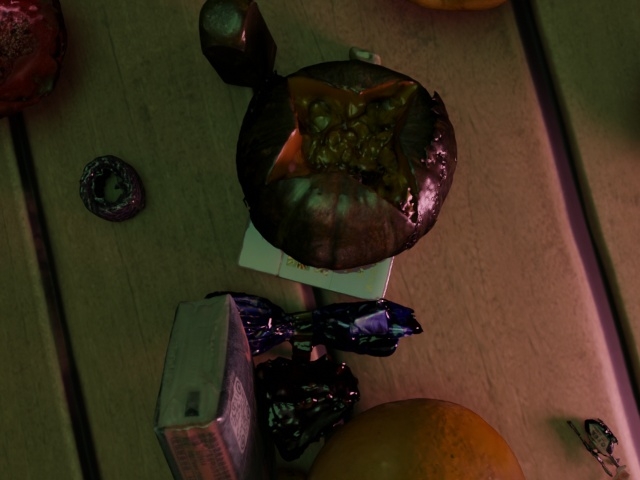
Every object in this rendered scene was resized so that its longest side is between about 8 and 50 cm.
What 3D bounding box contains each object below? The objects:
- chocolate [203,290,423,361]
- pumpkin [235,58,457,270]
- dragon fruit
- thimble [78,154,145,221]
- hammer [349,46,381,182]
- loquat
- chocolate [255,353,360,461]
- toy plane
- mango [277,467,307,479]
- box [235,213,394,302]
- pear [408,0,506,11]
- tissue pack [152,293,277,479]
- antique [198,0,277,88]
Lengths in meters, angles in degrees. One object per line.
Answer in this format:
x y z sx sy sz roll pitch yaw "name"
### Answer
-0.013 0.139 0.963 0.343 0.126 0.148 -1 125 2 "chocolate"
0.034 -0.107 0.870 0.320 0.192 0.320 1 67 -2 "pumpkin"
-0.560 -0.329 0.943 0.301 0.295 0.296 24 89 8 "dragon fruit"
-0.348 -0.085 1.021 0.095 0.066 0.104 -35 82 0 "thimble"
0.050 -0.200 1.008 0.158 0.041 0.226 18 88 5 "hammer"
0.114 0.370 0.851 0.328 0.359 0.328 -11 114 -28 "loquat"
-0.007 0.227 0.876 0.133 0.156 0.156 -18 85 4 "chocolate"
0.441 0.322 0.954 0.049 0.031 0.121 -38 82 7 "toy plane"
-0.075 0.432 0.959 0.105 0.084 0.159 28 89 11 "mango"
0.000 0.000 0.987 0.242 0.067 0.155 13 85 4 "box"
0.210 -0.504 0.894 0.304 0.304 0.304 0 87 4 "pear"
-0.130 0.264 0.834 0.103 0.228 0.316 -7 124 2 "tissue pack"
-0.127 -0.304 0.938 0.080 0.221 0.081 10 88 5 "antique"
